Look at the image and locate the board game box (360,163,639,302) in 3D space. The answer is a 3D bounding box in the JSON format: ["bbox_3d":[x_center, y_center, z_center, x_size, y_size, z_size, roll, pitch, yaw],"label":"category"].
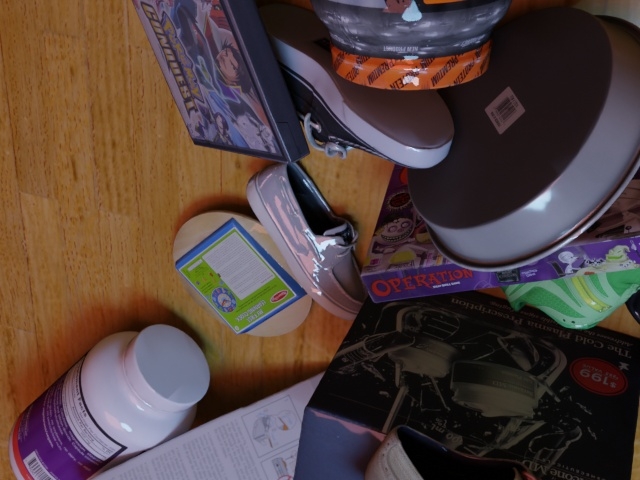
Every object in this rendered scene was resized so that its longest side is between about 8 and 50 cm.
[{"bbox_3d":[0.225,-0.040,1.102,0.346,0.208,0.056,-10,124,26],"label":"board game box"}]

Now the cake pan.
[{"bbox_3d":[0.196,-0.111,1.025,0.054,0.293,0.293,32,130,-32],"label":"cake pan"}]

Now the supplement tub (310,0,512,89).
[{"bbox_3d":[0.086,-0.329,0.984,0.207,0.207,0.338,8,120,17],"label":"supplement tub"}]

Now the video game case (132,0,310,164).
[{"bbox_3d":[-0.131,-0.224,1.157,0.248,0.035,0.275,17,133,57],"label":"video game case"}]

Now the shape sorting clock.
[{"bbox_3d":[-0.104,0.045,1.384,0.206,0.040,0.206,16,128,21],"label":"shape sorting clock"}]

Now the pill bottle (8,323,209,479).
[{"bbox_3d":[-0.302,0.251,1.500,0.181,0.181,0.323,45,124,-8],"label":"pill bottle"}]

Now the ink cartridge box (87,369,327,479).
[{"bbox_3d":[-0.095,0.386,1.362,0.385,0.308,0.091,-24,149,-5],"label":"ink cartridge box"}]

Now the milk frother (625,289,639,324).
[{"bbox_3d":[0.427,0.073,1.163,0.143,0.129,0.135,-20,151,1],"label":"milk frother"}]

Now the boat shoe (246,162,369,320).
[{"bbox_3d":[0.000,-0.001,1.293,0.081,0.079,0.227,-29,102,37],"label":"boat shoe"}]

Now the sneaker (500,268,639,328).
[{"bbox_3d":[0.308,0.032,1.133,0.295,0.109,0.123,-1,115,55],"label":"sneaker"}]

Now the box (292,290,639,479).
[{"bbox_3d":[0.180,0.219,1.208,0.343,0.312,0.179,16,123,12],"label":"box"}]

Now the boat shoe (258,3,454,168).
[{"bbox_3d":[0.022,-0.146,1.123,0.306,0.113,0.105,38,137,33],"label":"boat shoe"}]

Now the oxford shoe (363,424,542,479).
[{"bbox_3d":[0.198,0.290,0.983,0.348,0.123,0.130,21,117,8],"label":"oxford shoe"}]
